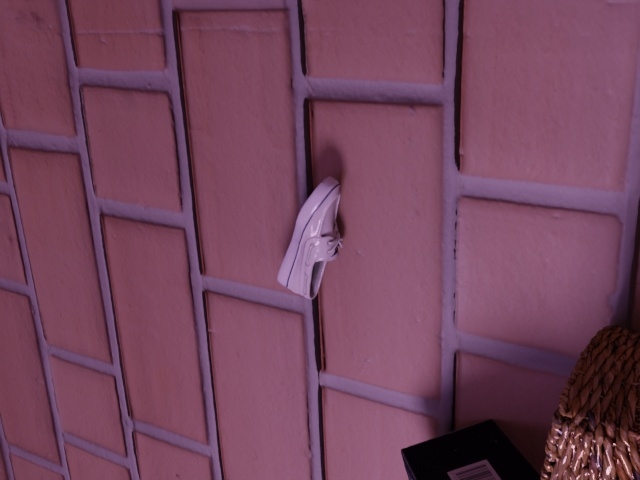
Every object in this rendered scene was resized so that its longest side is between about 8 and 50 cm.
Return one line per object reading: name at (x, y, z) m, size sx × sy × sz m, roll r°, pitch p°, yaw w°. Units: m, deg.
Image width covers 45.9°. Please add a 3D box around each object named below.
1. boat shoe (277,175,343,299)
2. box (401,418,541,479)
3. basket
boat shoe at (0.000, 0.000, 1.350) m, size 0.084 × 0.095 × 0.258 m, roll 33°, pitch 134°, yaw 14°
box at (0.282, 0.506, 1.183) m, size 0.179 × 0.343 × 0.312 m, roll -17°, pitch 101°, yaw -3°
basket at (0.449, 0.250, 1.008) m, size 0.223 × 0.299 × 0.213 m, roll 16°, pitch 115°, yaw 31°
